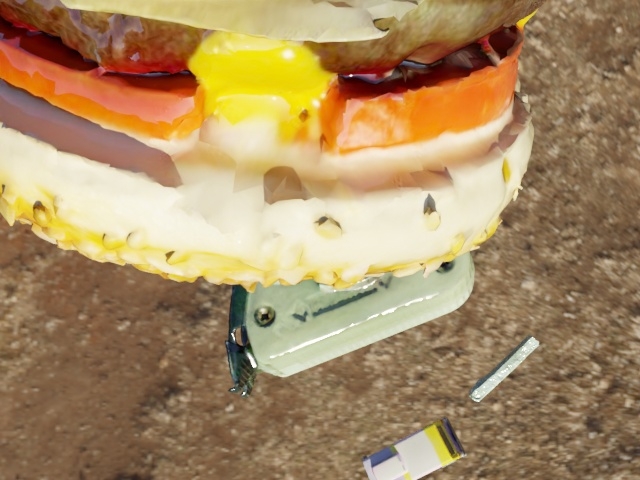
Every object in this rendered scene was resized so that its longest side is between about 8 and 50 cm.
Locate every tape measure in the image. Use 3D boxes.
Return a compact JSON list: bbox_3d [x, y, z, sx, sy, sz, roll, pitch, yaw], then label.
[{"bbox_3d":[0.000,0.000,0.932,0.235,0.115,0.207,-22,73,4],"label":"tape measure"}]

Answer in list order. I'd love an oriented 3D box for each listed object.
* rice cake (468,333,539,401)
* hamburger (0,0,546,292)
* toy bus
[{"bbox_3d":[0.251,0.175,1.446,0.121,0.022,0.021,-44,94,1],"label":"rice cake"},{"bbox_3d":[-0.034,-0.131,0.541,0.330,0.330,0.250,18,118,28],"label":"hamburger"},{"bbox_3d":[0.098,0.235,1.132,0.102,0.058,0.052,-32,75,19],"label":"toy bus"}]
